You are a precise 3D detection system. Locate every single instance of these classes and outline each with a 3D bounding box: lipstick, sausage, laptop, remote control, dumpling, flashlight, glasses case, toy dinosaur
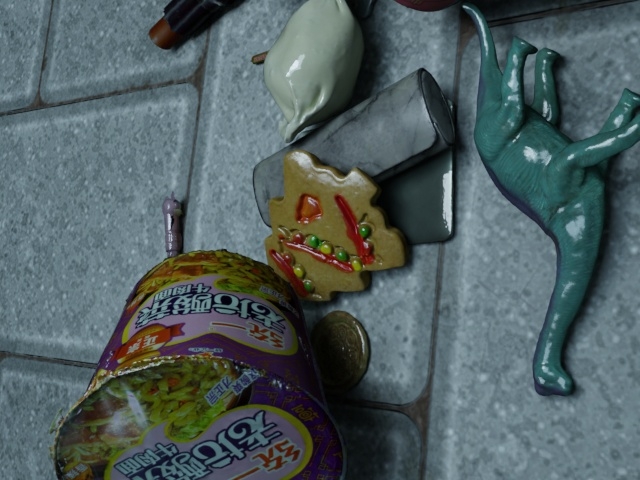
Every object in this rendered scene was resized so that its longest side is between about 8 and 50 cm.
[{"bbox_3d":[-0.179,-0.412,1.451,0.300,0.081,0.081,-33,61,34],"label":"lipstick"},{"bbox_3d":[-0.073,-0.291,1.375,0.100,0.015,0.015,-8,75,38],"label":"sausage"},{"bbox_3d":[0.067,-0.080,1.209,0.269,0.015,0.187,-7,76,39],"label":"laptop"},{"bbox_3d":[0.013,-0.376,1.318,0.184,0.027,0.050,31,104,35],"label":"remote control"},{"bbox_3d":[-0.010,-0.247,1.232,0.132,0.162,0.250,16,80,-2],"label":"dumpling"},{"bbox_3d":[-0.240,-0.023,1.444,0.052,0.031,0.110,-27,65,60],"label":"flashlight"},{"bbox_3d":[0.036,-0.115,1.190,0.299,0.060,0.114,-27,68,33],"label":"glasses case"},{"bbox_3d":[0.221,-0.054,1.033,0.383,0.129,0.331,44,117,38],"label":"toy dinosaur"}]

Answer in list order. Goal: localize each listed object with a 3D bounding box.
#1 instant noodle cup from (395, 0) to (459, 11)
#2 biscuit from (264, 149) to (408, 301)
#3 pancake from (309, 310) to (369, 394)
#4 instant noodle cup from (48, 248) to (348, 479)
[{"bbox_3d":[0.163,-0.385,1.015,0.255,0.244,0.244,160,117,-70],"label":"instant noodle cup"},{"bbox_3d":[0.000,0.000,1.182,0.212,0.041,0.238,41,123,6],"label":"biscuit"},{"bbox_3d":[0.021,0.152,1.197,0.115,0.011,0.115,-13,70,38],"label":"pancake"},{"bbox_3d":[-0.141,0.181,1.103,0.340,0.340,0.266,-43,27,25],"label":"instant noodle cup"}]
